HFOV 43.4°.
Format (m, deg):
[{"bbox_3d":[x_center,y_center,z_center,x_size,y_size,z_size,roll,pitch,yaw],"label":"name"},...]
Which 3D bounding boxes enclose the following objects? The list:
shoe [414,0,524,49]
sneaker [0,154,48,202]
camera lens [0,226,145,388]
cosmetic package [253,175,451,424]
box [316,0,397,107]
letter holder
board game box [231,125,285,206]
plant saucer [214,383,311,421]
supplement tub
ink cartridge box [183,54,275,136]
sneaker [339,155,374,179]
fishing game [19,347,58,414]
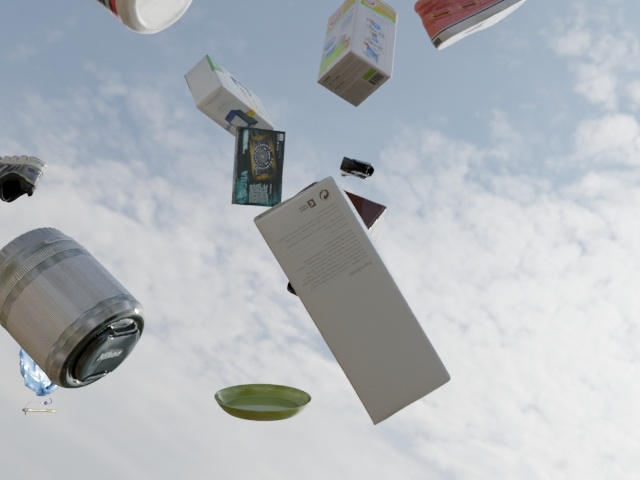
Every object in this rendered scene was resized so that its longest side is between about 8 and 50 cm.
[{"bbox_3d":[0.231,-0.367,1.242,0.081,0.178,0.063,60,-16,4],"label":"shoe"},{"bbox_3d":[-0.563,-0.103,1.397,0.170,0.075,0.063,-2,-32,8],"label":"sneaker"},{"bbox_3d":[-0.497,0.134,1.569,0.274,0.219,0.219,41,-26,19],"label":"camera lens"},{"bbox_3d":[0.057,0.095,1.371,0.385,0.156,0.217,61,3,3],"label":"cosmetic package"},{"bbox_3d":[0.076,-0.389,1.608,0.103,0.203,0.114,28,-40,-25],"label":"box"},{"bbox_3d":[0.000,0.000,1.967,0.214,0.302,0.152,23,-56,13],"label":"letter holder"},{"bbox_3d":[-0.148,-0.175,1.927,0.126,0.186,0.026,3,1,-30],"label":"board game box"},{"bbox_3d":[-0.142,0.401,1.982,0.240,0.037,0.241,3,5,0],"label":"plant saucer"},{"bbox_3d":[-0.378,-0.533,1.505,0.272,0.191,0.191,39,-26,17],"label":"supplement tub"},{"bbox_3d":[-0.232,-0.354,2.065,0.212,0.093,0.154,38,19,-44],"label":"ink cartridge box"},{"bbox_3d":[0.099,-0.184,2.112,0.089,0.051,0.170,18,-1,6],"label":"sneaker"},{"bbox_3d":[-0.674,0.282,1.926,0.041,0.264,0.189,-9,-10,12],"label":"fishing game"}]
